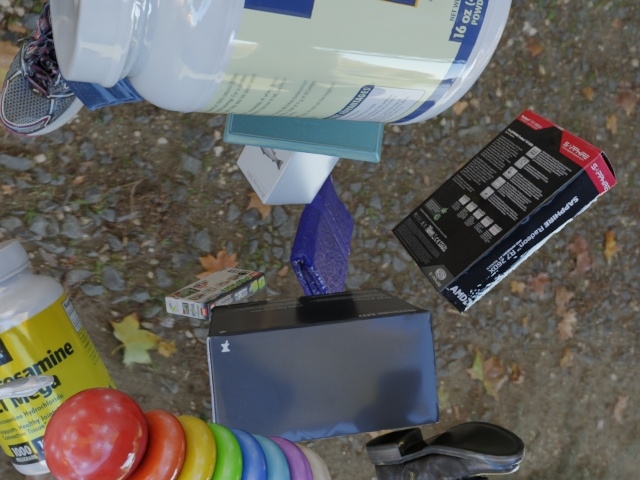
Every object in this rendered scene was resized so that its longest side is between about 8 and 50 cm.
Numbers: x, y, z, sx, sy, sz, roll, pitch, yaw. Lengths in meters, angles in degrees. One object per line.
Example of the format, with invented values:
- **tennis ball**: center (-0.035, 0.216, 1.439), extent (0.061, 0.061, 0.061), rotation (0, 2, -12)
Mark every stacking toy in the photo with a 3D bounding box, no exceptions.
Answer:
- **stacking toy**: center (-0.133, 0.237, 0.625), extent (0.330, 0.141, 0.141), rotation (40, 68, -39)

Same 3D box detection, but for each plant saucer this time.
- **plant saucer**: center (-0.019, -0.140, 0.726), extent (0.191, 0.018, 0.067), rotation (7, 83, 1)

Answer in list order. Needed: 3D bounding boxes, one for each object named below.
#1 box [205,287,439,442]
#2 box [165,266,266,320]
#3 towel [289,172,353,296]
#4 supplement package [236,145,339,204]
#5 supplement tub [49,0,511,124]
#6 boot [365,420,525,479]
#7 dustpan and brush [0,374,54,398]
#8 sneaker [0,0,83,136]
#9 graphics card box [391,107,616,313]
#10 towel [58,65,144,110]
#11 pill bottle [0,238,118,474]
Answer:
- **box**: center (-0.014, 0.201, 1.036), extent (0.343, 0.312, 0.179), rotation (-6, 92, -8)
- **box**: center (-0.220, 0.110, 1.301), extent (0.207, 0.114, 0.036), rotation (-28, 120, -57)
- **towel**: center (0.000, 0.000, 1.452), extent (0.308, 0.076, 0.228), rotation (-78, 150, -42)
- **supplement package**: center (-0.037, -0.156, 0.966), extent (0.105, 0.179, 0.105), rotation (-5, 50, -44)
- **supplement tub**: center (-0.036, -0.218, 0.491), extent (0.324, 0.235, 0.236), rotation (-3, 92, -29)
- **boot**: center (0.178, 0.368, 0.799), extent (0.091, 0.263, 0.229), rotation (-10, 82, -43)
- **dustpan and brush**: center (-0.405, 0.189, 0.682), extent (0.211, 0.147, 0.060), rotation (-6, 124, -8)
- **sneaker**: center (-0.373, -0.280, 0.866), extent (0.120, 0.112, 0.299), rotation (38, 103, -7)
- **graphics card box**: center (0.334, -0.062, 1.158), extent (0.371, 0.233, 0.094), rotation (-42, 126, 8)
- **towel**: center (-0.257, -0.188, 0.711), extent (0.067, 0.119, 0.029), rotation (52, 56, -39)
- **pill bottle**: center (-0.460, 0.176, 0.944), extent (0.187, 0.187, 0.334), rotation (-32, 109, -31)
